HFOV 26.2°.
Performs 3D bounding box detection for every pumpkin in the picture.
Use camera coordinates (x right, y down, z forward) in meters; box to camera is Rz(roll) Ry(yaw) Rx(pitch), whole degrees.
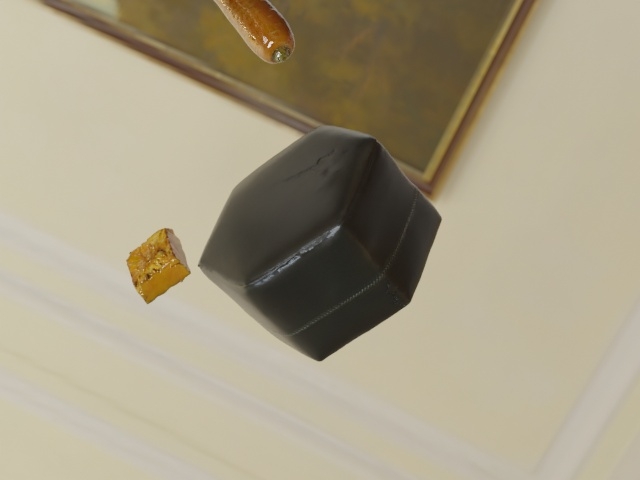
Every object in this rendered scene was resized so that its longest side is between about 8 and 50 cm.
[{"bbox_3d":[-0.208,0.033,1.766,0.054,0.074,0.083,48,-169,-40],"label":"pumpkin"}]

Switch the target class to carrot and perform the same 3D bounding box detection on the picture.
[{"bbox_3d":[-0.107,-0.333,1.978,0.067,0.067,0.225,0,-139,-46],"label":"carrot"}]

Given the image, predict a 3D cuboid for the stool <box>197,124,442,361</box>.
[{"bbox_3d":[0.000,0.000,1.412,0.141,0.232,0.232,46,-169,-30],"label":"stool"}]
